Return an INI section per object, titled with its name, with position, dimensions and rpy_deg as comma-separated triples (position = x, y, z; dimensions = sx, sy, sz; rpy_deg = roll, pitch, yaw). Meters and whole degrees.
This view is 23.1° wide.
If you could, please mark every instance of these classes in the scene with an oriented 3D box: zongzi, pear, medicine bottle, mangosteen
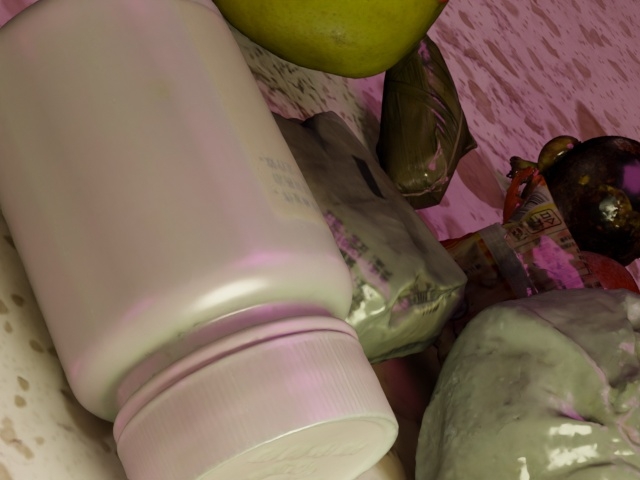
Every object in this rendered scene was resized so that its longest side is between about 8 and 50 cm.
[zongzi]
position = 0.101, -0.151, 1.754
dimensions = 0.205, 0.094, 0.204
rpy_deg = -59, 138, -61
[pear]
position = 0.007, -0.362, 1.680
dimensions = 0.287, 0.287, 0.375
rpy_deg = -72, 155, -61
[medicine bottle]
position = -0.103, 0.007, 1.121
dimensions = 0.213, 0.213, 0.379
rpy_deg = 13, 45, -54
[mangosteen]
position = 0.343, -0.061, 2.027
dimensions = 0.217, 0.192, 0.192
rpy_deg = 34, 19, 20

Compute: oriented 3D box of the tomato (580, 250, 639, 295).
[tomato]
position = 0.284, 0.083, 1.739
dimensions = 0.167, 0.167, 0.167
rpy_deg = 39, 28, -26

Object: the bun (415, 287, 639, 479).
[bun]
position = 0.253, 0.197, 1.365
dimensions = 0.354, 0.194, 0.354
rpy_deg = 6, 70, -17

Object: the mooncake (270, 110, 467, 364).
[mooncake]
position = -0.003, 0.004, 1.386
dimensions = 0.254, 0.136, 0.250
rpy_deg = 51, 23, 10

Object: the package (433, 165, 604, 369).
[package]
position = 0.191, 0.085, 1.542
dimensions = 0.288, 0.223, 0.108
rpy_deg = 59, -8, 20
